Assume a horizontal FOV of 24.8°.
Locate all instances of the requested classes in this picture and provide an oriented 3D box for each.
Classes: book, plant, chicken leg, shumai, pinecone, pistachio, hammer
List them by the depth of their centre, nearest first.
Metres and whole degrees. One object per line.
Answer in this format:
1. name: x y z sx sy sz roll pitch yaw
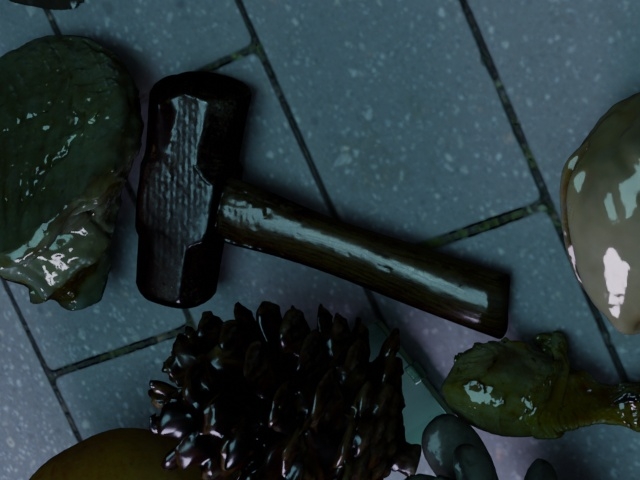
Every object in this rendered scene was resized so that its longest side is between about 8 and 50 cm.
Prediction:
1. pistachio: 0.285 -0.025 1.296 0.152 0.126 0.223 0 112 -12
2. plant: 0.188 0.285 1.380 0.149 0.146 0.274 -39 119 17
3. chicken leg: 0.231 0.143 1.402 0.227 0.103 0.088 1 115 5
4. pinecone: -0.031 0.163 1.403 0.272 0.224 0.224 23 116 11
5. hammer: 0.000 0.000 1.464 0.408 0.095 0.243 20 115 16
6. book: 0.070 0.158 1.524 0.103 0.017 0.135 -40 87 33
7. shumai: -0.274 -0.072 1.561 0.222 0.203 0.272 36 89 28

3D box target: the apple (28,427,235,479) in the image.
1. apple: -0.192 0.351 1.568 0.299 0.299 0.275 -38 66 31

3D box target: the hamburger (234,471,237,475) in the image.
1. hamburger: -0.038 0.219 1.563 0.126 0.081 0.141 26 105 12

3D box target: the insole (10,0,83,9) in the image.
1. insole: -0.385 -0.332 1.581 0.327 0.007 0.111 20 114 18
